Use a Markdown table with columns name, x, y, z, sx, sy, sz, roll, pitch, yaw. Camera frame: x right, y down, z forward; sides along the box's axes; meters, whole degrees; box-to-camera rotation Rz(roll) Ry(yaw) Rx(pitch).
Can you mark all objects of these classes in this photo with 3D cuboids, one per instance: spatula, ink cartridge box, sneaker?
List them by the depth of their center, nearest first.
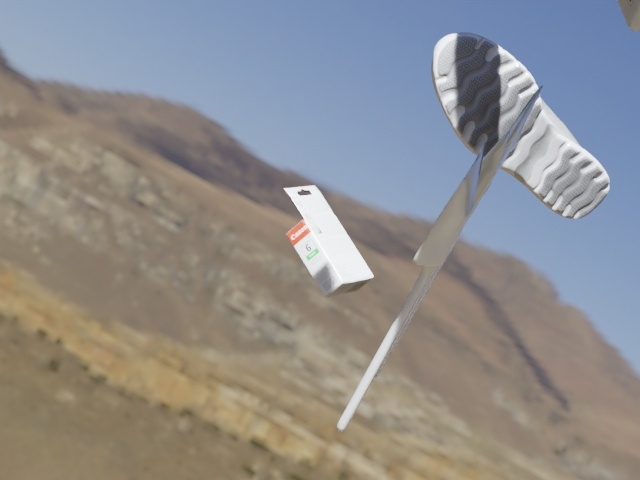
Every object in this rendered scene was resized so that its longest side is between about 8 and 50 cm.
| name | x | y | z | sx | sy | sz | roll | pitch | yaw |
| --- | --- | --- | --- | --- | --- | --- | --- | --- | --- |
| spatula | 0.074 | 0.016 | 1.176 | 0.019 | 0.242 | 0.168 | 30 | 32 | 4 |
| ink cartridge box | 0.000 | 0.000 | 1.714 | 0.115 | 0.029 | 0.063 | 57 | 28 | 14 |
| sneaker | 0.208 | -0.133 | 1.946 | 0.281 | 0.105 | 0.115 | 46 | 4 | -31 |

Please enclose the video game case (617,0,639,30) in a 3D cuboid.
| name | x | y | z | sx | sy | sz | roll | pitch | yaw |
| --- | --- | --- | --- | --- | --- | --- | --- | --- | --- |
| video game case | 0.276 | -0.393 | 1.455 | 0.036 | 0.300 | 0.329 | -9 | -28 | -15 |
